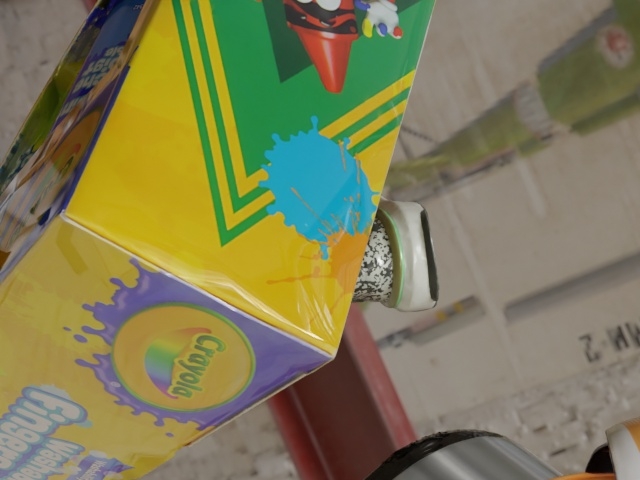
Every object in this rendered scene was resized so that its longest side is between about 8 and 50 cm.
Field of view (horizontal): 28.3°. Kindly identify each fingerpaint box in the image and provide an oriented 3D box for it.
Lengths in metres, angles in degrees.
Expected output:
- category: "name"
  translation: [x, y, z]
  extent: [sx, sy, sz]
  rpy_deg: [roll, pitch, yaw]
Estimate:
- category: "fingerpaint box"
  translation: [-0.120, -0.038, 0.856]
  extent: [0.445, 0.163, 0.371]
  rpy_deg: [-38, -151, 52]

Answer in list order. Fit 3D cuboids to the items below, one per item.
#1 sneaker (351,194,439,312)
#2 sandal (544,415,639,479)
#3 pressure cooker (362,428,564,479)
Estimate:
- category: "sneaker"
  translation: [0.000, 0.000, 1.630]
  extent: [0.182, 0.158, 0.410]
  rpy_deg: [-4, -174, -19]
- category: "sandal"
  translation: [0.224, 0.116, 0.665]
  extent: [0.265, 0.076, 0.102]
  rpy_deg: [-3, -167, -5]
- category: "pressure cooker"
  translation: [0.211, 0.434, 1.240]
  extent: [0.370, 0.375, 0.420]
  rpy_deg: [20, -170, -44]
